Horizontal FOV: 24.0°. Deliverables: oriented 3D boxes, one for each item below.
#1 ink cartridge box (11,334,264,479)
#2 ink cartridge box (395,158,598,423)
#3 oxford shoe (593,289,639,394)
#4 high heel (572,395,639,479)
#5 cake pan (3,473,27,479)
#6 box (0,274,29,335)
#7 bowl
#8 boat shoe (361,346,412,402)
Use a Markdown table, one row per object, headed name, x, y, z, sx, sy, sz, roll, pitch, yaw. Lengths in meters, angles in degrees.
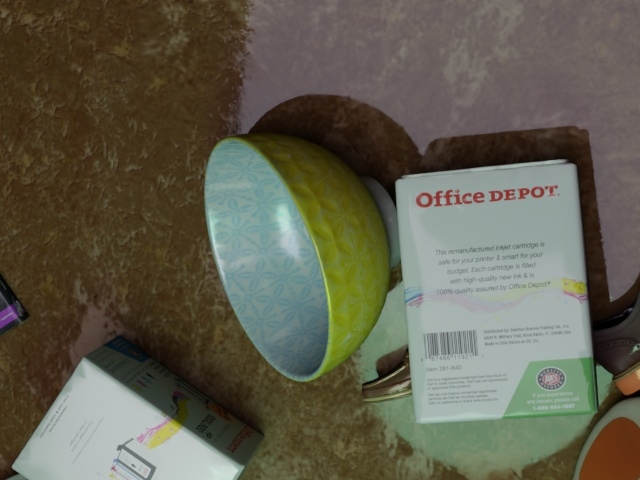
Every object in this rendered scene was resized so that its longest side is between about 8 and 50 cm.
| name | x | y | z | sx | sy | sz | roll | pitch | yaw |
| --- | --- | --- | --- | --- | --- | --- | --- | --- | --- |
| ink cartridge box | -0.216 | 0.258 | 1.838 | 0.232 | 0.171 | 0.168 | 34 | 98 | 3 |
| ink cartridge box | 0.200 | 0.058 | 1.691 | 0.201 | 0.117 | 0.278 | -5 | 89 | 12 |
| oxford shoe | 0.413 | 0.060 | 1.686 | 0.271 | 0.097 | 0.098 | -42 | 88 | 20 |
| high heel | 0.460 | 0.216 | 1.721 | 0.181 | 0.127 | 0.377 | 16 | 137 | -35 |
| cake pan | -0.329 | 0.429 | 1.983 | 0.293 | 0.054 | 0.293 | 3 | 105 | 13 |
| box | -0.466 | 0.063 | 1.935 | 0.116 | 0.029 | 0.162 | -31 | 96 | 18 |
| bowl | 0.000 | 0.000 | 1.720 | 0.156 | 0.289 | 0.289 | -19 | 102 | -25 |
| boat shoe | 0.128 | 0.143 | 1.796 | 0.178 | 0.064 | 0.060 | -23 | 90 | 11 |
